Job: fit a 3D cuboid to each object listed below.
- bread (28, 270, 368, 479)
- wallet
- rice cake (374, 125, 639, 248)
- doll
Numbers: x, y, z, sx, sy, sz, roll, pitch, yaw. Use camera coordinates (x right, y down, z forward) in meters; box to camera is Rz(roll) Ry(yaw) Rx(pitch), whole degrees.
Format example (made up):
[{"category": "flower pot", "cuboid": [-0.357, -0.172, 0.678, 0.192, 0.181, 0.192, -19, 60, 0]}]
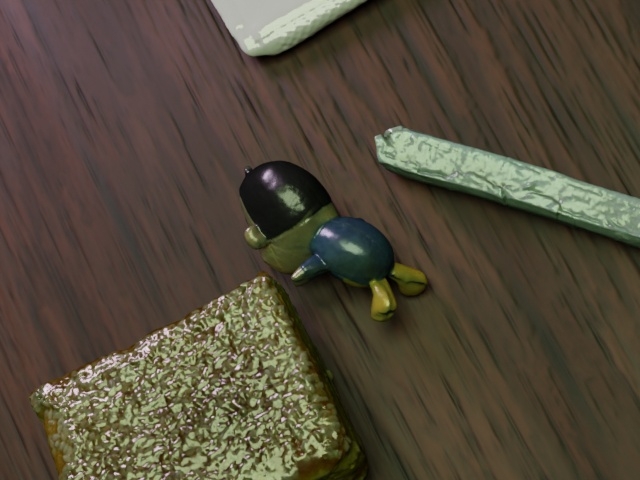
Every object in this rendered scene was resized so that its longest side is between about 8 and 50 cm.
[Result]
[{"category": "bread", "cuboid": [-0.097, 0.162, 1.558, 0.234, 0.110, 0.184, -27, 67, 3]}, {"category": "wallet", "cuboid": [-0.010, -0.245, 1.690, 0.183, 0.032, 0.124, -31, 70, 5]}, {"category": "rice cake", "cuboid": [0.161, -0.046, 1.585, 0.245, 0.045, 0.042, 17, 82, 17]}, {"category": "doll", "cuboid": [0.000, 0.000, 1.594, 0.179, 0.089, 0.102, 44, 47, 10]}]
